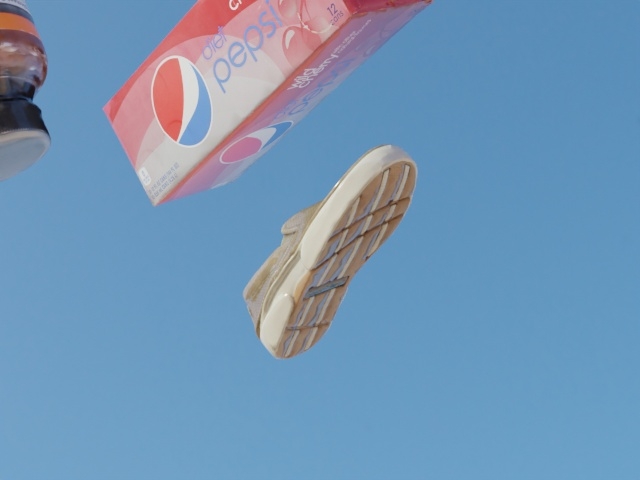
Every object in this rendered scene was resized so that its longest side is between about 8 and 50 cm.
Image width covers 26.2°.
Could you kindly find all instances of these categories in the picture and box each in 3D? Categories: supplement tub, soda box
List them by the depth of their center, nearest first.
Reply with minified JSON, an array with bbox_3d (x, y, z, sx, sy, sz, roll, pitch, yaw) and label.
[{"bbox_3d":[-0.223,-0.130,0.789,0.106,0.198,0.106,-23,-12,-5],"label":"supplement tub"},{"bbox_3d":[-0.045,-0.126,0.953,0.083,0.092,0.263,-20,-13,-43],"label":"soda box"}]

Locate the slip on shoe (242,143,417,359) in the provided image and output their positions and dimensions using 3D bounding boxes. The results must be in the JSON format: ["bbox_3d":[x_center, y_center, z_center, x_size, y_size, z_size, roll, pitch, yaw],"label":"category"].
[{"bbox_3d":[0.000,0.000,0.651,0.051,0.041,0.135,-16,-33,-37],"label":"slip on shoe"}]
